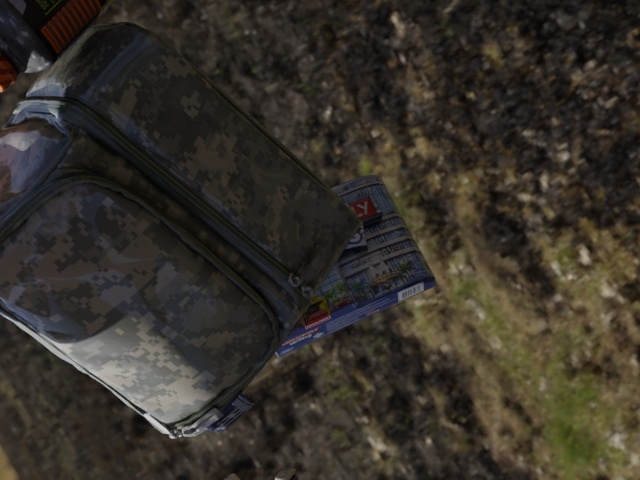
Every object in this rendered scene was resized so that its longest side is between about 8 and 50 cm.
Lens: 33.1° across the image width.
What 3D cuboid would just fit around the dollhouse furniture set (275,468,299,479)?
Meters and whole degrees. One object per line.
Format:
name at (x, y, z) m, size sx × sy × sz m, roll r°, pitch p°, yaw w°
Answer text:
dollhouse furniture set at (-0.013, 0.330, 1.208) m, size 0.081 × 0.091 × 0.114 m, roll -3°, pitch 121°, yaw 32°

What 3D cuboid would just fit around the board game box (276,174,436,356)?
board game box at (0.000, 0.000, 1.195) m, size 0.060 × 0.194 × 0.194 m, roll 75°, pitch 170°, yaw -65°

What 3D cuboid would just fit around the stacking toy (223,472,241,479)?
stacking toy at (-0.132, 0.326, 0.723) m, size 0.130 × 0.280 × 0.309 m, roll 44°, pitch 142°, yaw 17°

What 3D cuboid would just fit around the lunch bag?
lunch bag at (-0.152, -0.001, 0.937) m, size 0.305 × 0.256 × 0.213 m, roll 42°, pitch 168°, yaw -30°

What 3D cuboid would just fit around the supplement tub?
supplement tub at (-0.224, -0.217, 0.863) m, size 0.117 × 0.190 × 0.117 m, roll 40°, pitch 168°, yaw 10°
